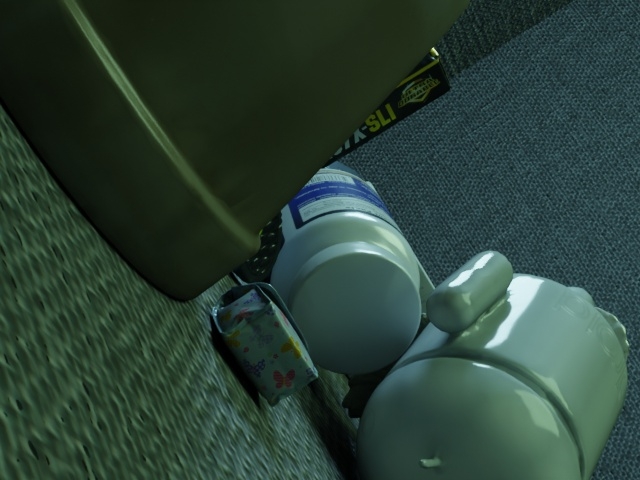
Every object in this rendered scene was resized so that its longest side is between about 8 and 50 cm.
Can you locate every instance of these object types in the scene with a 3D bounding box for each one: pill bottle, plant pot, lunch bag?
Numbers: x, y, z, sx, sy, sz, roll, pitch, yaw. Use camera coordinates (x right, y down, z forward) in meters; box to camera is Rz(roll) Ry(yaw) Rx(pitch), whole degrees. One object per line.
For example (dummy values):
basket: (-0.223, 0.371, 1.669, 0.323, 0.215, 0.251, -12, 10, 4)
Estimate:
pill bottle: (0.018, 0.029, 1.246, 0.153, 0.153, 0.265, 56, 4, -19)
plant pot: (-0.064, -0.169, 0.831, 0.323, 0.280, 0.323, 56, 3, -5)
lunch bag: (-0.042, 0.071, 0.882, 0.071, 0.053, 0.083, 58, -6, -16)

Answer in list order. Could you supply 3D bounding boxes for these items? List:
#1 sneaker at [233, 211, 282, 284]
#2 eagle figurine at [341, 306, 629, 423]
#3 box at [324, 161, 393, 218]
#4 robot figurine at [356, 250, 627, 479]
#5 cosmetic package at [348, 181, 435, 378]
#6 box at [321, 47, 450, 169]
sneaker: (-0.096, -0.052, 1.080, 0.082, 0.069, 0.209, 12, -43, 36)
eagle figurine: (0.192, 0.185, 1.334, 0.298, 0.226, 0.225, -18, 118, -58)
box: (-0.013, -0.100, 1.912, 0.232, 0.059, 0.183, 28, 14, -28)
robot figurine: (0.159, 0.159, 1.098, 0.353, 0.199, 0.300, -43, 120, -54)
cosmetic package: (0.051, 0.048, 1.521, 0.151, 0.151, 0.184, 57, 4, -24)
box: (-0.012, -0.230, 1.717, 0.257, 0.322, 0.079, 61, 4, 36)
